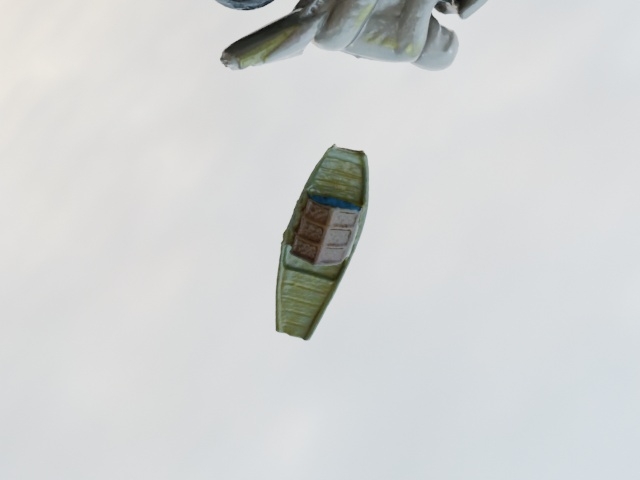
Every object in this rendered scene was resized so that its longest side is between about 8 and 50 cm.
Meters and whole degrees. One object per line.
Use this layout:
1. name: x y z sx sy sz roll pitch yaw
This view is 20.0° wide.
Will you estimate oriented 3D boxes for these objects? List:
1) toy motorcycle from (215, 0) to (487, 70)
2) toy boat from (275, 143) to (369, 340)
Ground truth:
1. toy motorcycle: 0.053 -0.256 1.740 0.340 0.223 0.108 -20 -162 -13
2. toy boat: 0.000 0.000 1.547 0.066 0.065 0.172 -90 -163 -72
